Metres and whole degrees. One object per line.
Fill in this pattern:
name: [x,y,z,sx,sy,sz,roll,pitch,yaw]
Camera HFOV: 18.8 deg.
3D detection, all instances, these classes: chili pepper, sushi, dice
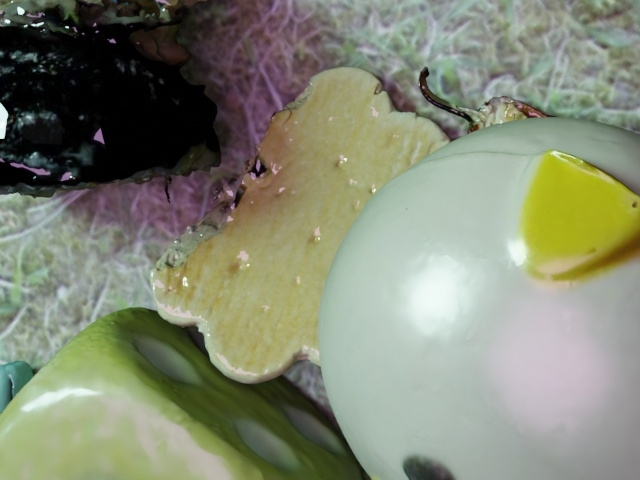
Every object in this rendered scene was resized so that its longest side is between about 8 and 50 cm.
chili pepper: [0.182,-0.050,1.438,0.268,0.059,0.050,30,144,8]
sushi: [-0.189,-0.138,1.451,0.238,0.225,0.218,2,87,-17]
dice: [-0.121,0.202,1.452,0.238,0.233,0.227,38,103,8]

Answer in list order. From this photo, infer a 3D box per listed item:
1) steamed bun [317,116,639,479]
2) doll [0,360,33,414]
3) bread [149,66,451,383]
steamed bun: [0.177,0.093,1.305,0.374,0.334,0.334,40,106,-14]
doll: [-0.305,0.146,1.588,0.158,0.059,0.159,-41,82,16]
bread: [0.000,0.000,1.457,0.182,0.039,0.251,38,80,7]
